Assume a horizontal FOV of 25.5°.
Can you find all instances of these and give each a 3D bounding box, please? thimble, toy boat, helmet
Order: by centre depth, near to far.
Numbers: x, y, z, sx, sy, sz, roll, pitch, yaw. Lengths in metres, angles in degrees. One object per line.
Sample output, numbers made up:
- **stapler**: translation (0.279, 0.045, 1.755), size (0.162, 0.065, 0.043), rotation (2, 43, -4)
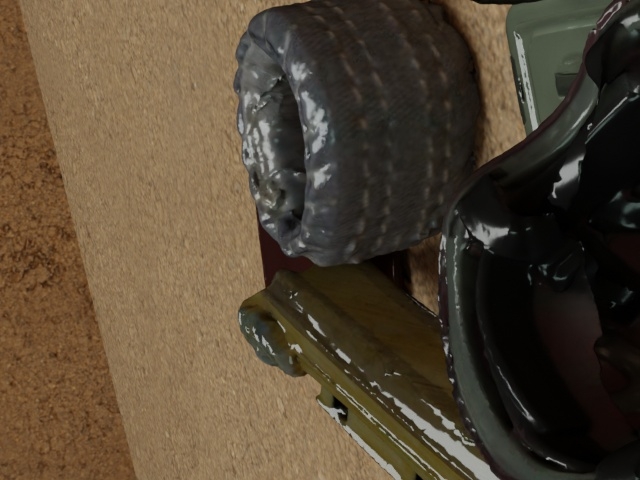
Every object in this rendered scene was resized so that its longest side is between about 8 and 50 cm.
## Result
- **helmet**: translation (0.232, 0.015, 0.742), size (0.338, 0.197, 0.271), rotation (-45, 44, 24)
- **toy boat**: translation (0.093, 0.163, 1.252), size (0.445, 0.136, 0.162), rotation (40, 144, 35)
- **thimble**: translation (0.032, -0.102, 1.263), size (0.205, 0.172, 0.236), rotation (-155, 56, -67)

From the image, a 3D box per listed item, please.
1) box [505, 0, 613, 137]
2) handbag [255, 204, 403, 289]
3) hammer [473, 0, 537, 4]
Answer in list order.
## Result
- **box**: translation (0.205, -0.112, 0.924), size (0.172, 0.092, 0.124), rotation (-172, 68, -68)
- **handbag**: translation (0.001, -0.001, 1.521), size (0.260, 0.084, 0.276), rotation (31, 132, 60)
- **hammer**: translation (0.128, -0.364, 0.856), size (0.044, 0.168, 0.440), rotation (8, 96, 61)
